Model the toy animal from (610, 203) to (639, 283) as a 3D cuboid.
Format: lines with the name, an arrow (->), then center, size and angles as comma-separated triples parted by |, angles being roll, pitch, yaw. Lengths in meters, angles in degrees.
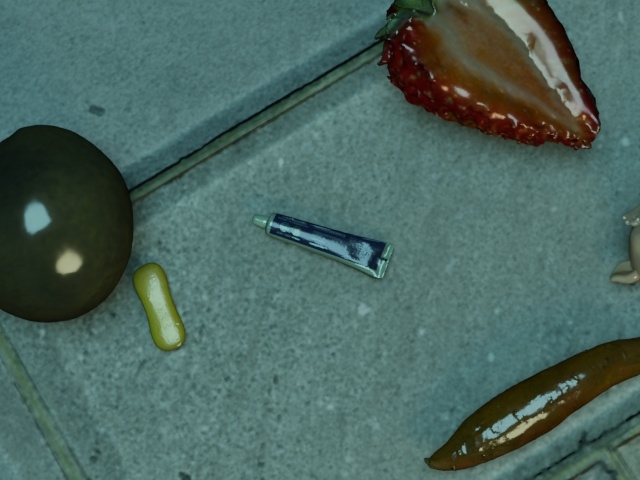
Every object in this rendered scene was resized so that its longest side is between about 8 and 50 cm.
toy animal -> 0.336, -0.016, 1.471 | 0.083, 0.089, 0.150 | 23, 84, 30

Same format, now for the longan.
longan -> -0.259, -0.017, 1.480 | 0.167, 0.167, 0.187 | -10, 57, 3

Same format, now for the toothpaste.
toothpaste -> 0.000, 0.000, 1.520 | 0.139, 0.021, 0.037 | 18, 80, 6

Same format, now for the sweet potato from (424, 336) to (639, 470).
sweet potato -> 0.214, 0.144, 1.454 | 0.264, 0.057, 0.057 | -29, 78, 0

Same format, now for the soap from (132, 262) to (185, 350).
soap -> -0.156, 0.064, 1.524 | 0.034, 0.012, 0.089 | -20, 78, 1

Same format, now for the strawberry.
strawberry -> 0.167, -0.173, 1.507 | 0.228, 0.098, 0.174 | 27, 66, -2
